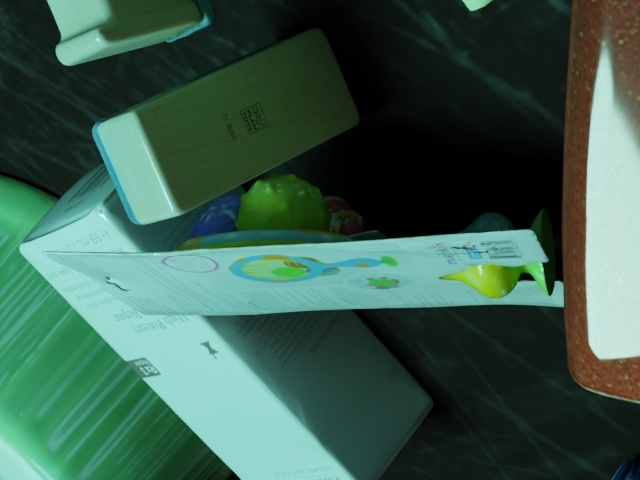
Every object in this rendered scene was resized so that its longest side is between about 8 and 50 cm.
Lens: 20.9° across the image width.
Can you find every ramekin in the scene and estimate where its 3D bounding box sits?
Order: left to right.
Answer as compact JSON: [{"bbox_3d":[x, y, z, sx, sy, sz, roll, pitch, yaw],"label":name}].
[{"bbox_3d":[-0.210,0.111,1.198,0.303,0.148,0.303,27,147,19],"label":"ramekin"}]

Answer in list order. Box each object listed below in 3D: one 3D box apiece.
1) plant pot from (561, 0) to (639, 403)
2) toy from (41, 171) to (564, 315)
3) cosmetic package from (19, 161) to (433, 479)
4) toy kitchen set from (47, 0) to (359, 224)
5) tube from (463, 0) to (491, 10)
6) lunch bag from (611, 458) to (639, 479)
[{"bbox_3d":[0.210,-0.113,0.383,0.267,0.267,0.235,9,126,39],"label":"plant pot"},{"bbox_3d":[0.000,0.000,0.860,0.237,0.056,0.137,1,164,17],"label":"toy"},{"bbox_3d":[-0.055,0.050,1.020,0.231,0.085,0.117,49,148,-14],"label":"cosmetic package"},{"bbox_3d":[-0.108,-0.117,0.860,0.166,0.122,0.207,-12,103,53],"label":"toy kitchen set"},{"bbox_3d":[0.099,-0.143,0.633,0.240,0.062,0.070,-10,84,57],"label":"tube"},{"bbox_3d":[0.182,0.176,0.952,0.065,0.067,0.098,24,147,23],"label":"lunch bag"}]
